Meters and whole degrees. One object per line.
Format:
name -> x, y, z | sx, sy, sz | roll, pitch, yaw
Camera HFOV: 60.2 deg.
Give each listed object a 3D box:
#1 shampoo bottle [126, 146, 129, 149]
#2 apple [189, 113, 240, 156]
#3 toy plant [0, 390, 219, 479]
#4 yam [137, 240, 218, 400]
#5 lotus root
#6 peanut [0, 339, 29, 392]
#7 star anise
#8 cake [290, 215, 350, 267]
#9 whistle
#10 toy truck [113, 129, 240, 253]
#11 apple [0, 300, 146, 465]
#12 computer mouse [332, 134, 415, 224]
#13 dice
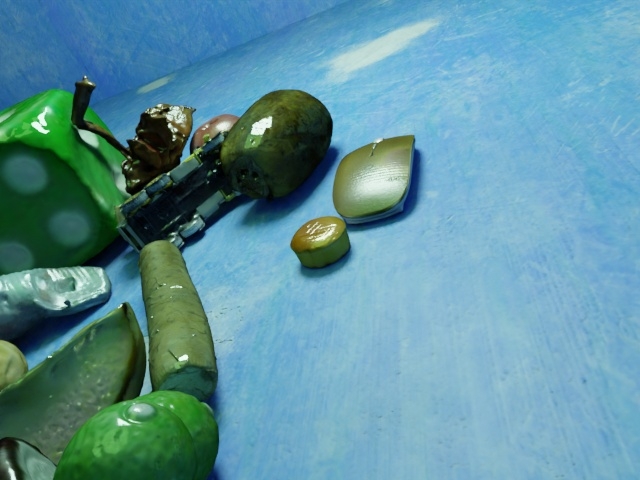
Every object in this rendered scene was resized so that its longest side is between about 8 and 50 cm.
shampoo bottle -> -0.621, -0.131, 1.424 | 0.350, 0.084, 0.125 | -25, 31, 1
apple -> -0.207, -0.203, 1.185 | 0.154, 0.119, 0.153 | -20, 30, 13
toy plant -> -0.178, 0.211, 0.433 | 0.235, 0.175, 0.218 | -41, -7, -22
yam -> -0.198, 0.091, 0.741 | 0.083, 0.083, 0.371 | -29, 28, -7
lotus root -> -0.070, -0.187, 1.017 | 0.152, 0.160, 0.274 | -19, 28, 33
peanut -> -0.465, 0.236, 0.635 | 0.148, 0.147, 0.318 | -14, 32, 19
star anise -> -0.352, -0.202, 1.078 | 0.148, 0.346, 0.237 | 20, 80, 22
cake -> 0.000, 0.000, 0.774 | 0.084, 0.044, 0.084 | -18, 32, 12
whistle -> -0.522, 0.106, 0.889 | 0.348, 0.189, 0.189 | -20, 27, -14
toy truck -> -0.261, -0.084, 1.037 | 0.272, 0.124, 0.157 | -44, 23, -25
apple -> -0.282, 0.202, 0.580 | 0.265, 0.120, 0.193 | -40, -9, -28
computer mouse -> 0.090, -0.112, 0.880 | 0.126, 0.056, 0.245 | -12, 30, 22
dice -> -0.554, -0.104, 1.095 | 0.297, 0.300, 0.287 | -26, 29, 2
